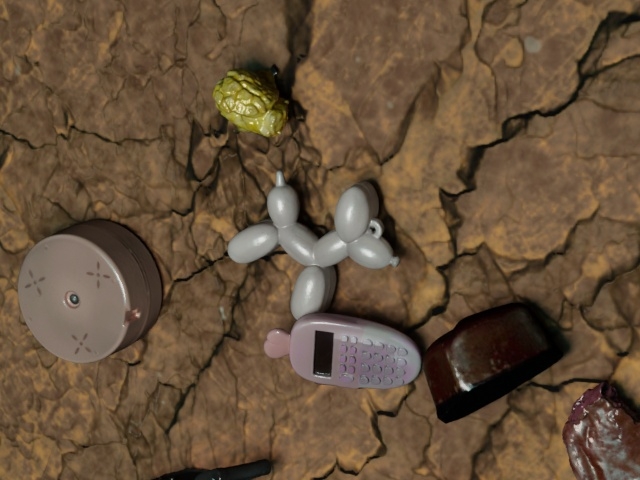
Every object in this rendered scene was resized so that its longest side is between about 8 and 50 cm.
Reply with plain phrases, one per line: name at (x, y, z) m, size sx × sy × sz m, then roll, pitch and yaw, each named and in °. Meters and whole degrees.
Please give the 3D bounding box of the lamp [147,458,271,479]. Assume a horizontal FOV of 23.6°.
lamp at (-0.142, 0.343, 1.706) m, size 0.172 × 0.147 × 0.227 m, roll 9°, pitch 99°, yaw 46°

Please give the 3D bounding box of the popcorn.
popcorn at (-0.065, -0.149, 1.578) m, size 0.084 × 0.084 × 0.084 m, roll 6°, pitch 105°, yaw 23°

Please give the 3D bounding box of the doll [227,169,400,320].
doll at (0.000, 0.000, 1.587) m, size 0.161 × 0.059 × 0.160 m, roll 41°, pitch 117°, yaw 11°

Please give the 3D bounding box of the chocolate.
chocolate at (0.151, 0.117, 1.523) m, size 0.149 × 0.125 × 0.080 m, roll -36°, pitch 70°, yaw 31°

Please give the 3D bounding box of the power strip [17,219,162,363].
power strip at (-0.259, 0.056, 1.706) m, size 0.154 × 0.078 × 0.154 m, roll 8°, pitch 108°, yaw 25°

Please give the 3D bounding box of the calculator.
calculator at (0.023, 0.115, 1.594) m, size 0.166 × 0.024 × 0.103 m, roll 9°, pitch 136°, yaw 5°

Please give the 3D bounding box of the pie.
pie at (0.347, 0.213, 1.484) m, size 0.219 × 0.054 × 0.204 m, roll -35°, pitch 87°, yaw 27°
